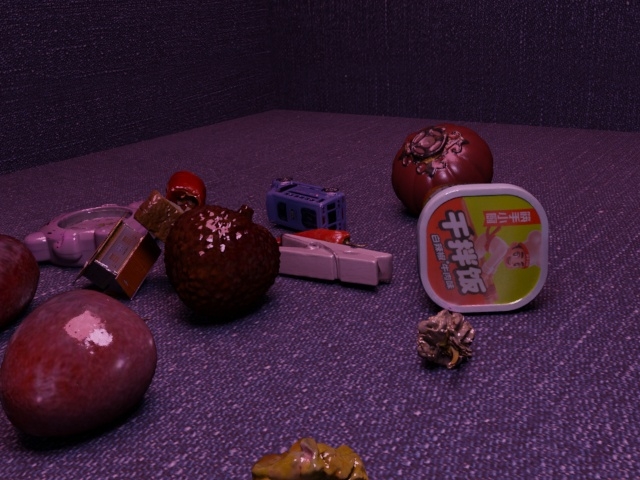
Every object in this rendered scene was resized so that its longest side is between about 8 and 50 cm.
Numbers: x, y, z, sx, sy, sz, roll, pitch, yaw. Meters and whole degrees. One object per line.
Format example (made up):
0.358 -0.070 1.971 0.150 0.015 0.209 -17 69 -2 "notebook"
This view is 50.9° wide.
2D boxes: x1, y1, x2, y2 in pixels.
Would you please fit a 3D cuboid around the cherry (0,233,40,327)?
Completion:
-0.742 0.097 1.470 0.230 0.203 0.300 -6 34 -12 "cherry"

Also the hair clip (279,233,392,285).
0.012 0.050 1.614 0.330 0.085 0.101 10 17 32 "hair clip"

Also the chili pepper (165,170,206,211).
-0.449 -0.169 2.245 0.134 0.131 0.338 2 17 -11 "chili pepper"

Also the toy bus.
-0.061 -0.098 1.977 0.292 0.126 0.133 17 29 42 "toy bus"

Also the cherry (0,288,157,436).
-0.394 0.192 1.117 0.236 0.213 0.285 2 28 42 "cherry"

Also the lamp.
0.356 -0.206 1.983 0.303 0.257 0.303 -18 47 20 "lamp"

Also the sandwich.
-0.345 -0.030 1.657 0.100 0.288 0.254 -50 33 1 "sandwich"

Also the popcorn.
-0.011 0.313 0.855 0.145 0.126 0.126 -19 -6 4 "popcorn"

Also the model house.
-0.472 0.041 1.633 0.207 0.136 0.219 -36 21 48 "model house"

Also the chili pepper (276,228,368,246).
0.000 0.000 1.794 0.272 0.064 0.071 4 9 28 "chili pepper"

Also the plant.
0.230 0.183 1.181 0.116 0.105 0.122 2 24 -15 "plant"

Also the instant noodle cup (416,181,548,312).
0.334 -0.012 1.496 0.293 0.294 0.308 -3 13 3 "instant noodle cup"

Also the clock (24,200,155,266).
-0.632 -0.018 1.888 0.322 0.114 0.295 -2 20 9 "clock"

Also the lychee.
-0.214 0.039 1.452 0.260 0.261 0.261 -4 20 1 "lychee"
